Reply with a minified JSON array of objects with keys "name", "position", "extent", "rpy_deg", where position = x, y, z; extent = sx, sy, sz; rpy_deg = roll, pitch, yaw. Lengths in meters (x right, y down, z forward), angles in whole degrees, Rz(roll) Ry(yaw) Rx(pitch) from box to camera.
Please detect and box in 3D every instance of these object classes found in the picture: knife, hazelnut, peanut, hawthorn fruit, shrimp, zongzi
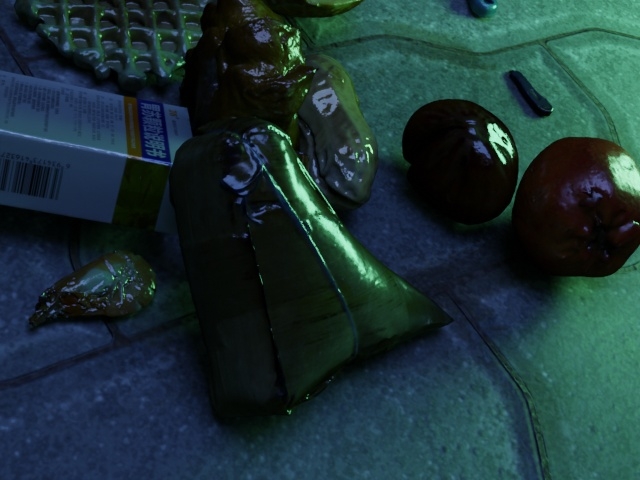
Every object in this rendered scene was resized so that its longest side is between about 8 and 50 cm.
[{"name":"knife","position":[0.267,-0.515,2.126],"extent":[0.058,0.032,0.244],"rpy_deg":[-15,54,-23]},{"name":"hazelnut","position":[0.222,-0.125,1.675],"extent":[0.178,0.178,0.204],"rpy_deg":[-4,65,-27]},{"name":"peanut","position":[0.010,-0.167,1.641],"extent":[0.130,0.130,0.290],"rpy_deg":[-2,53,-26]},{"name":"hawthorn fruit","position":[0.399,-0.070,1.688],"extent":[0.211,0.211,0.299],"rpy_deg":[21,38,-7]},{"name":"shrimp","position":[-0.284,0.064,1.371],"extent":[0.184,0.043,0.091],"rpy_deg":[-20,66,-37]},{"name":"zongzi","position":[0.000,0.000,1.396],"extent":[0.393,0.174,0.356],"rpy_deg":[-18,99,-39]},{"name":"knife","position":[0.376,-0.268,1.968],"extent":[0.031,0.018,0.121],"rpy_deg":[-15,59,-25]}]

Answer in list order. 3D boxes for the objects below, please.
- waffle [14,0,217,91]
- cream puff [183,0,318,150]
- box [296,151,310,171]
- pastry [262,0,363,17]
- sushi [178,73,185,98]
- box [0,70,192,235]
[{"name":"waffle","position":[-0.302,-0.357,1.710],"extent":[0.292,0.056,0.309],"rpy_deg":[33,47,4]},{"name":"cream puff","position":[-0.109,-0.215,1.550],"extent":[0.155,0.269,0.241],"rpy_deg":[-5,26,-23]},{"name":"box","position":[-0.046,-0.049,1.540],"extent":[0.023,0.090,0.133],"rpy_deg":[18,47,-16]},{"name":"pastry","position":[-0.039,-0.473,1.863],"extent":[0.256,0.170,0.236],"rpy_deg":[-26,87,-48]},{"name":"sushi","position":[-0.172,-0.242,1.669],"extent":[0.061,0.060,0.118],"rpy_deg":[41,48,5]},{"name":"box","position":[-0.320,-0.119,1.425],"extent":[0.299,0.106,0.200],"rpy_deg":[11,27,-17]}]
